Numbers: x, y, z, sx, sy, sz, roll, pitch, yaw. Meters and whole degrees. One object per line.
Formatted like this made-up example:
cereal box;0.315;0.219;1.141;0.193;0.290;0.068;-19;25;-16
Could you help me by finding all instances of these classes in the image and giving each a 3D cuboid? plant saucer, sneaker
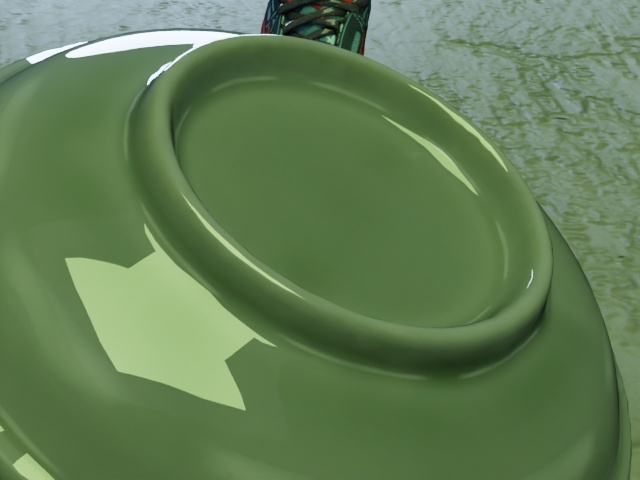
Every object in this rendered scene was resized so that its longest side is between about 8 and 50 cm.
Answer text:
plant saucer;0.000;0.000;0.563;0.400;0.100;0.400;17;40;-15
sneaker;-0.015;-0.147;0.825;0.104;0.125;0.262;6;36;-2
